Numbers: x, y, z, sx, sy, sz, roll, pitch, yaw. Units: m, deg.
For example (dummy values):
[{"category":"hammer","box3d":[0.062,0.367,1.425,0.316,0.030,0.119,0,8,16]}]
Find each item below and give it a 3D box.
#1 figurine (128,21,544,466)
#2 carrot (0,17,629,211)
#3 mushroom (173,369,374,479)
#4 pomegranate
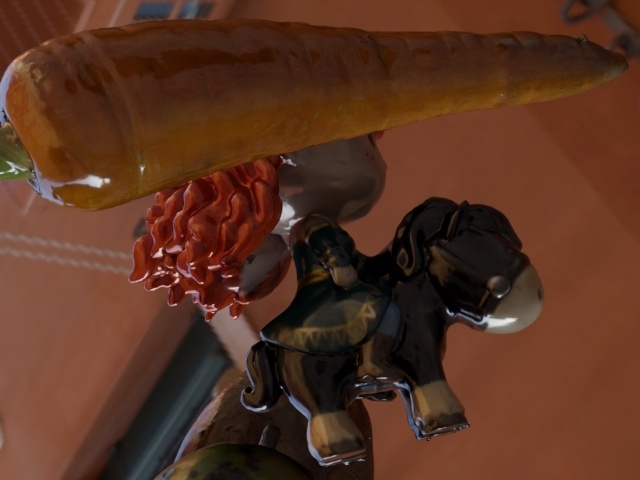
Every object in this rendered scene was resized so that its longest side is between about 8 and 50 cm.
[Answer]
[{"category":"figurine","box3d":[0.011,0.004,1.209,0.412,0.306,0.241,46,-174,16]},{"category":"carrot","box3d":[0.000,-0.057,0.473,0.257,0.061,0.061,-13,-126,-20]},{"category":"mushroom","box3d":[-0.059,0.313,1.706,0.345,0.239,0.345,14,-109,-50]},{"category":"pomegranate","box3d":[-0.048,0.232,0.915,0.156,0.156,0.220,14,-154,-25]}]
